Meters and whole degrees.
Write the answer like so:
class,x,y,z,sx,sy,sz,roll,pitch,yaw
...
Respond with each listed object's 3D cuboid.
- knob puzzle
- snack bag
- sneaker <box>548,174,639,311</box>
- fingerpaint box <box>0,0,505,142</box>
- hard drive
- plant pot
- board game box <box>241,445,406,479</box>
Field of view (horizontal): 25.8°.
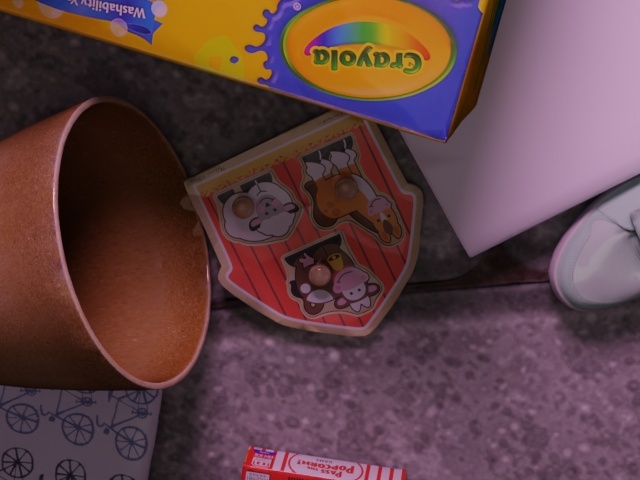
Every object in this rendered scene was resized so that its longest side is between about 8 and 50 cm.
class,x,y,z,sx,sy,sz,roll,pitch,yaw
knob puzzle,0.000,0.000,1.195,0.213,0.030,0.213,0,107,0
snack bag,-0.330,0.223,1.301,0.343,0.037,0.323,13,108,2
sneaker,0.296,-0.006,1.106,0.256,0.151,0.094,-30,103,15
fingerpaint box,-0.058,-0.316,1.021,0.445,0.163,0.371,18,108,8
hard drive,0.214,-0.149,1.130,0.319,0.040,0.210,-27,101,13
plant pot,-0.255,0.025,1.155,0.254,0.237,0.237,-12,105,23
board game box,-0.006,0.294,1.281,0.147,0.045,0.193,8,107,4
